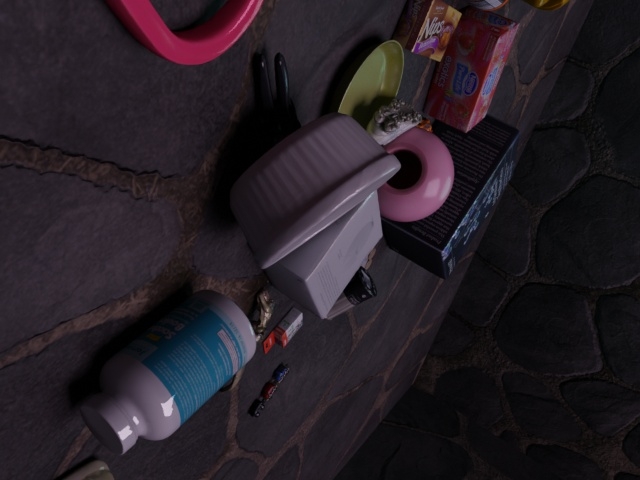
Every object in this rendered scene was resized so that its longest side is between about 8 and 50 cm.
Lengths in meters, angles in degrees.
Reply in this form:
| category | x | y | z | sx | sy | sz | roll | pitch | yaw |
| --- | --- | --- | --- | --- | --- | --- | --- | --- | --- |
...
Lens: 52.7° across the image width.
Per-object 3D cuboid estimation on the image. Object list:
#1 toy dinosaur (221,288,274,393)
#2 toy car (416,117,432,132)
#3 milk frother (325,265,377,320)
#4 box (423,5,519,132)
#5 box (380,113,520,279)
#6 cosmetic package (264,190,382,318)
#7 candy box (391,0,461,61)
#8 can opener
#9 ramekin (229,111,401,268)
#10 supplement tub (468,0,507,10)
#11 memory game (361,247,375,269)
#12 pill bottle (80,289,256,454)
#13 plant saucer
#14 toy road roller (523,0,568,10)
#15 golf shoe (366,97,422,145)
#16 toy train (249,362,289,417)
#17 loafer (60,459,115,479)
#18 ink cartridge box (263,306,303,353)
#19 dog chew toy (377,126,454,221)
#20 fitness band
| category | x | y | z | sx | sy | sz | roll | pitch | yaw |
| --- | --- | --- | --- | --- | --- | --- | --- | --- | --- |
| toy dinosaur | -0.164 | 0.230 | 1.315 | 0.268 | 0.064 | 0.118 | -62 | 166 | 17 |
| toy car | 0.250 | -0.248 | 1.637 | 0.060 | 0.040 | 0.122 | -28 | 143 | -55 |
| milk frother | 0.050 | 0.097 | 1.587 | 0.134 | 0.129 | 0.143 | -29 | -159 | 19 |
| box | 0.354 | -0.406 | 1.537 | 0.122 | 0.128 | 0.257 | -41 | 153 | -41 |
| box | 0.360 | -0.134 | 1.807 | 0.395 | 0.212 | 0.293 | -56 | 160 | -7 |
| cosmetic package | 0.000 | 0.000 | 1.260 | 0.225 | 0.138 | 0.224 | -55 | 159 | -16 |
| candy box | 0.215 | -0.428 | 1.296 | 0.186 | 0.053 | 0.109 | -18 | 135 | -63 |
| can opener | -0.067 | -0.204 | 0.965 | 0.059 | 0.073 | 0.186 | -17 | 149 | -1 |
| ramekin | -0.019 | -0.083 | 1.000 | 0.273 | 0.127 | 0.273 | -37 | 178 | -2 |
| supplement tub | 0.350 | -0.548 | 1.370 | 0.198 | 0.106 | 0.106 | -19 | 136 | -61 |
| memory game | 0.099 | 0.077 | 1.775 | 0.186 | 0.012 | 0.186 | -47 | 156 | -29 |
| pill bottle | -0.231 | 0.201 | 0.989 | 0.264 | 0.146 | 0.146 | -41 | 153 | -41 |
| plant saucer | 0.079 | -0.267 | 1.221 | 0.241 | 0.037 | 0.241 | -49 | 157 | -28 |
| toy road roller | 0.558 | -0.700 | 1.521 | 0.240 | 0.202 | 0.330 | -37 | 154 | -24 |
| golf shoe | 0.138 | -0.231 | 1.295 | 0.176 | 0.069 | 0.086 | -27 | 163 | -51 |
| toy train | -0.130 | 0.379 | 1.640 | 0.158 | 0.027 | 0.036 | -55 | 148 | -11 |
| loafer | -0.409 | 0.435 | 0.974 | 0.268 | 0.092 | 0.102 | -31 | 146 | -52 |
| ink cartridge box | -0.086 | 0.217 | 1.513 | 0.115 | 0.029 | 0.063 | -49 | 157 | -28 |
| dog chew toy | 0.202 | -0.141 | 1.467 | 0.207 | 0.206 | 0.332 | -61 | 167 | 6 |
| fitness band | -0.140 | -0.307 | 0.649 | 0.209 | 0.054 | 0.291 | -53 | 158 | -9 |
